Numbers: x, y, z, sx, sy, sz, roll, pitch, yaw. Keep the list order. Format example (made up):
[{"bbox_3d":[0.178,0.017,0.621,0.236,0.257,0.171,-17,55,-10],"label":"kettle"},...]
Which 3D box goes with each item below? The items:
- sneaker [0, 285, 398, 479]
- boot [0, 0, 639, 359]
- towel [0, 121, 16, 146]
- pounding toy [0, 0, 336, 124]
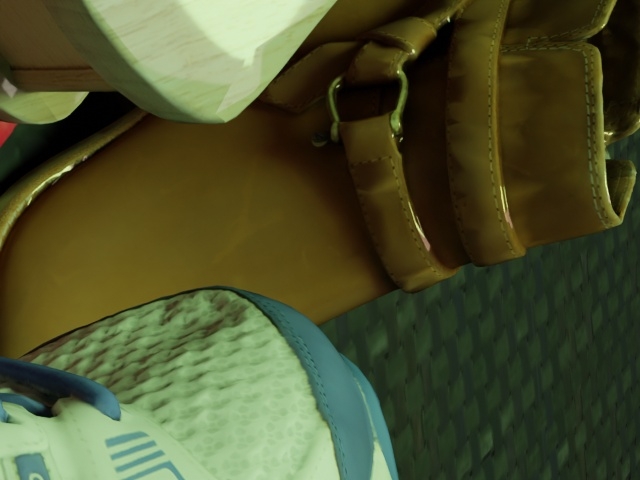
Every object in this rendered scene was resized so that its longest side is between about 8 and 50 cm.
[{"bbox_3d":[-0.087,0.052,0.305,0.296,0.112,0.131,-33,115,-50],"label":"sneaker"},{"bbox_3d":[0.000,0.000,0.494,0.073,0.152,0.197,59,37,-50],"label":"boot"},{"bbox_3d":[-0.103,-0.091,0.415,0.275,0.031,0.199,-66,146,-44],"label":"towel"},{"bbox_3d":[0.008,-0.098,0.382,0.269,0.155,0.154,0,93,-39],"label":"pounding toy"}]
